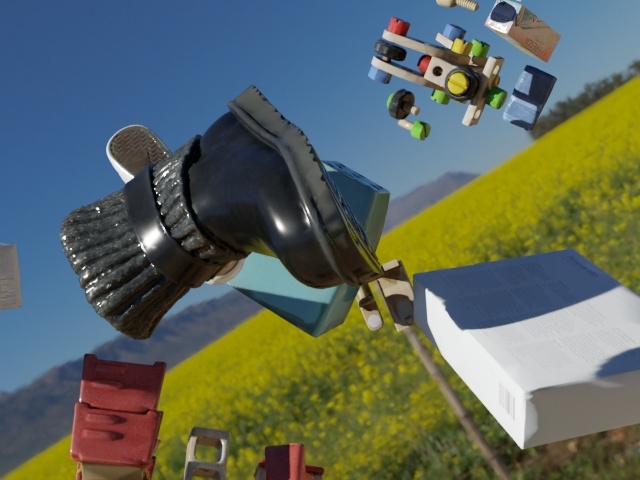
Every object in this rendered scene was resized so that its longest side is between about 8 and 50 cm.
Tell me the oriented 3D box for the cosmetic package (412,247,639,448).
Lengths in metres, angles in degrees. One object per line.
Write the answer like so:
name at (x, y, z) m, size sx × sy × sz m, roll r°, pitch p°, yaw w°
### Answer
cosmetic package at (0.333, 0.138, 1.382) m, size 0.285 × 0.097 × 0.377 m, roll -10°, pitch 24°, yaw -13°

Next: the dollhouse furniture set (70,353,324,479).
dollhouse furniture set at (-0.168, 0.296, 1.390) m, size 0.374 × 0.152 × 0.201 m, roll 9°, pitch -32°, yaw -9°

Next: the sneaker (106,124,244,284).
sneaker at (-0.184, -0.036, 1.313) m, size 0.106 × 0.290 × 0.123 m, roll -32°, pitch -31°, yaw -12°

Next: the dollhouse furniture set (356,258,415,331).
dollhouse furniture set at (0.096, 0.115, 1.718) m, size 0.144 × 0.123 × 0.151 m, roll -23°, pitch -8°, yaw 8°

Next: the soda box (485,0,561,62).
soda box at (0.395, -0.406, 1.847) m, size 0.183 × 0.058 × 0.063 m, roll 14°, pitch -74°, yaw -52°

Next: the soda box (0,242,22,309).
soda box at (-0.548, 0.062, 1.247) m, size 0.286 × 0.091 × 0.098 m, roll -8°, pitch 6°, yaw -34°

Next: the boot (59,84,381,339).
boot at (-0.105, 0.004, 0.902) m, size 0.260 × 0.131 × 0.348 m, roll -36°, pitch 29°, yaw -1°

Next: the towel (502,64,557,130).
towel at (0.400, -0.274, 1.832) m, size 0.029 × 0.067 × 0.119 m, roll -45°, pitch -20°, yaw -56°

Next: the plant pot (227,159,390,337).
plant pot at (0.000, 0.000, 1.491) m, size 0.234 × 0.165 × 0.166 m, roll -62°, pitch -13°, yaw 12°

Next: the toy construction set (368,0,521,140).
toy construction set at (0.265, -0.328, 1.686) m, size 0.308 × 0.237 × 0.257 m, roll -59°, pitch -31°, yaw -2°
